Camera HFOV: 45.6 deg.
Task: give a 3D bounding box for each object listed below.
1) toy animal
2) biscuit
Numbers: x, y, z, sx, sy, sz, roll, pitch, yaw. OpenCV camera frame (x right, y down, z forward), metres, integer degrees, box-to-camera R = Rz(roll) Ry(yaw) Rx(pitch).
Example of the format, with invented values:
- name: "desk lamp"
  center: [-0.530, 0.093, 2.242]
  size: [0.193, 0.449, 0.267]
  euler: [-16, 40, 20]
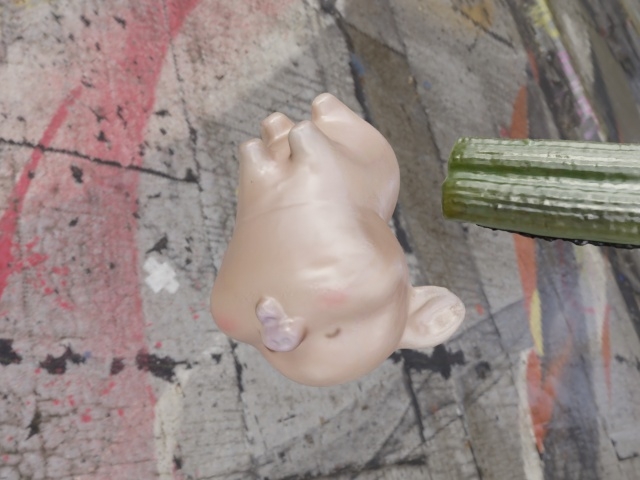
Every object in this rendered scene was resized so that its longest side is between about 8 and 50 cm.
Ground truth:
- name: "toy animal"
  center: [0.000, 0.000, 0.818]
  size: [0.269, 0.237, 0.326]
  euler: [61, 29, -19]
- name: "biscuit"
  center: [0.267, -0.043, 0.695]
  size: [0.038, 0.322, 0.099]
  euler: [30, 71, -60]
